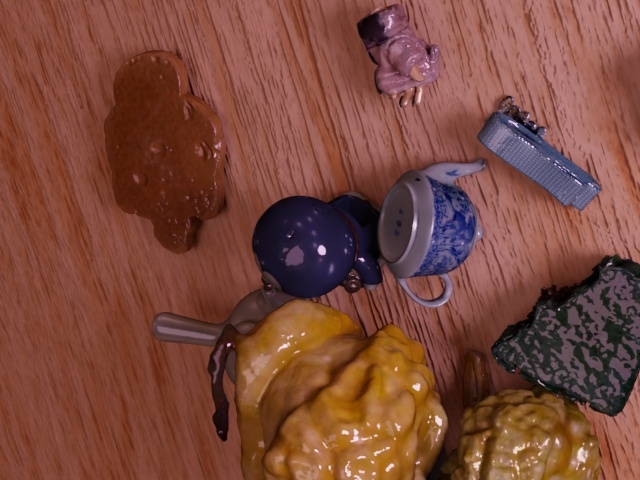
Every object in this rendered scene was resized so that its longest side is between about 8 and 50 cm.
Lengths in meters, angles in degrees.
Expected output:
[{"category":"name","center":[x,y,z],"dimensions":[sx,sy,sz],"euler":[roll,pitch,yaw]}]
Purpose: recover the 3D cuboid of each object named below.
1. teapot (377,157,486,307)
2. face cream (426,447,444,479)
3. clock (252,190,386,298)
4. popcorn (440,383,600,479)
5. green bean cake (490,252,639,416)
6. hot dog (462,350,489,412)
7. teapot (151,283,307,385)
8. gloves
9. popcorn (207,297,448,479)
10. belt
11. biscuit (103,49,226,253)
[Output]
[{"category":"teapot","center":[0.172,-0.014,1.149],"dimensions":[0.159,0.159,0.232],"euler":[17,103,29]},{"category":"face cream","center":[0.083,0.358,1.337],"dimensions":[0.250,0.077,0.077],"euler":[-4,101,36]},{"category":"clock","center":[0.000,0.000,1.196],"dimensions":[0.199,0.243,0.146],"euler":[42,120,20]},{"category":"popcorn","center":[0.280,0.310,1.097],"dimensions":[0.195,0.256,0.255],"euler":[28,88,33]},{"category":"green bean cake","center":[0.358,0.106,1.071],"dimensions":[0.193,0.107,0.208],"euler":[27,115,28]},{"category":"hot dog","center":[0.244,0.239,1.229],"dimensions":[0.044,0.028,0.137],"euler":[18,112,57]},{"category":"teapot","center":[-0.132,0.195,1.392],"dimensions":[0.318,0.149,0.220],"euler":[-18,91,35]},{"category":"gloves","center":[0.114,-0.271,1.136],"dimensions":[0.110,0.094,0.144],"euler":[8,127,41]},{"category":"popcorn","center":[-0.001,0.262,1.152],"dimensions":[0.381,0.349,0.349],"euler":[33,120,1]},{"category":"belt","center":[0.301,-0.114,1.078],"dimensions":[0.179,0.100,0.065],"euler":[39,121,1]},{"category":"biscuit","center":[-0.283,-0.160,1.455],"dimensions":[0.269,0.051,0.376],"euler":[2,105,31]}]
